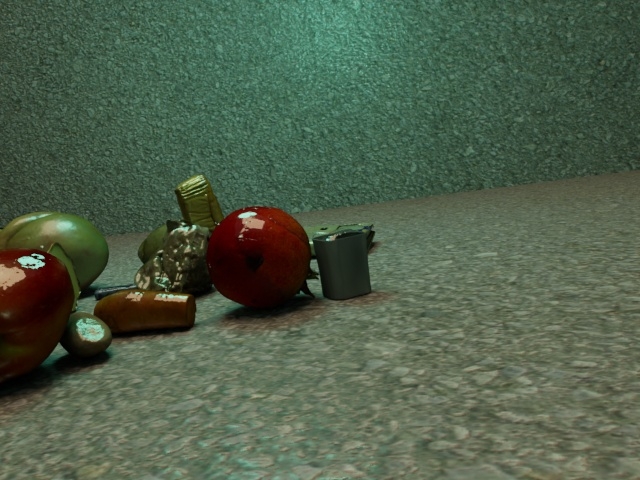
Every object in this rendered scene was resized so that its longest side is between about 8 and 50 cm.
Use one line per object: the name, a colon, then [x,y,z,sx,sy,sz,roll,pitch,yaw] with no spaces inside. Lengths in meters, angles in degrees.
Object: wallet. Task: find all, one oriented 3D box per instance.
wallet: [0.000,0.000,1.679,0.310,0.077,0.223,-4,12,16]

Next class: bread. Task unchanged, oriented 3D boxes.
bread: [-0.379,-0.068,1.830,0.120,0.287,0.153,-22,12,-22]

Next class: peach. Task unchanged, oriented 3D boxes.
peach: [-0.503,0.109,0.888,0.244,0.199,0.243,-34,26,19]
peach: [-0.745,0.047,1.558,0.293,0.247,0.292,-8,35,6]

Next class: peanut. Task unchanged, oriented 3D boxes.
peanut: [-0.400,0.163,0.959,0.076,0.076,0.152,-14,7,-34]

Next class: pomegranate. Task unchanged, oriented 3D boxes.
pomegranate: [-0.111,0.039,1.116,0.235,0.210,0.210,35,-19,-33]

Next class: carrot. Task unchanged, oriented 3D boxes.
carrot: [-0.331,0.130,1.062,0.194,0.087,0.087,-9,8,14]

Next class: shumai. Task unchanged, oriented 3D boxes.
shumai: [-0.351,0.041,1.345,0.184,0.185,0.218,-5,9,24]

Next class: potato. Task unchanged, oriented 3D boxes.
potato: [-0.445,0.023,1.687,0.235,0.160,0.178,-19,-18,33]

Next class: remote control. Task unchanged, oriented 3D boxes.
remote control: [-0.511,0.128,1.476,0.153,0.027,0.043,-9,4,-20]

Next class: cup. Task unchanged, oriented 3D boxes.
cup: [0.037,0.043,1.138,0.095,0.129,0.128,-11,8,-25]

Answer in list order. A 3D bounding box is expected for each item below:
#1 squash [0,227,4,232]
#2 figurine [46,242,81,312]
squash: [-0.952,0.105,1.591,0.190,0.189,0.260,-8,39,3]
figurine: [-0.724,0.113,1.308,0.257,0.180,0.208,-16,37,-4]
